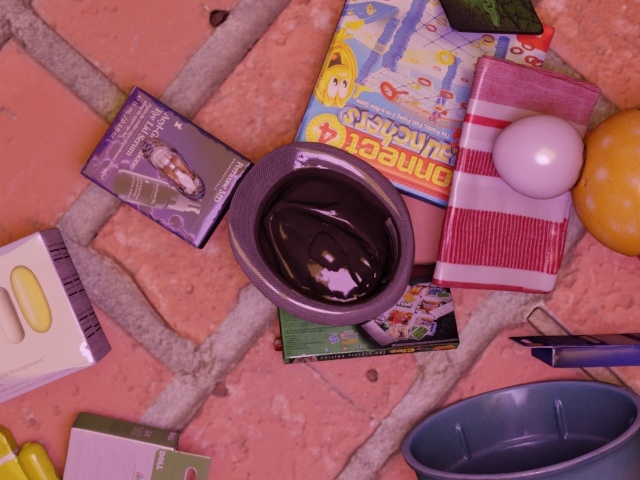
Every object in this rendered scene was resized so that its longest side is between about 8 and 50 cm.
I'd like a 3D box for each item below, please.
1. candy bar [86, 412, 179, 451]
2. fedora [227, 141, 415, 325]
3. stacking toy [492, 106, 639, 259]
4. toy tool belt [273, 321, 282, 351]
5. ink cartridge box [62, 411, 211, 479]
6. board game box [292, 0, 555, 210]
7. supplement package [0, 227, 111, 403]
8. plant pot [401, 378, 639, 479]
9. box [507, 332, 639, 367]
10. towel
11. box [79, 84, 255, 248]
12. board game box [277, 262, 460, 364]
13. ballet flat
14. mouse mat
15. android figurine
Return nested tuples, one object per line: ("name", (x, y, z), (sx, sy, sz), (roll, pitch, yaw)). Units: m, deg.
("candy bar", (-0.291, 0.306, 1.690), (0.161, 0.018, 0.040), (24, 90, -3))
("fedora", (0.000, 0.000, 1.613), (0.275, 0.124, 0.244), (30, 76, -2))
("stacking toy", (0.469, -0.071, 1.538), (0.479, 0.350, 0.351), (11, 91, -6))
("toy tool belt", (-0.036, 0.131, 1.687), (0.083, 0.052, 0.051), (-17, 61, -5))
("ink cartridge box", (-0.267, 0.332, 1.652), (0.209, 0.062, 0.109), (12, 103, -2))
("board game box", (0.149, -0.221, 1.664), (0.308, 0.086, 0.302), (20, 90, -3))
("supplement package", (-0.437, 0.112, 1.614), (0.194, 0.149, 0.203), (-23, 93, -2))
("plant pot", (0.315, 0.411, 1.582), (0.341, 0.341, 0.334), (-14, 100, -2))
("box", (0.399, 0.161, 1.658), (0.225, 0.136, 0.037), (0, 91, -2))
("towel", (0.284, -0.085, 1.625), (0.237, 0.037, 0.329), (6, 99, -35))
("box", (-0.219, -0.104, 1.640), (0.207, 0.108, 0.153), (32, 89, -2))
("board game box", (0.067, 0.106, 1.661), (0.259, 0.030, 0.136), (-4, 66, -5))
("ballet flat", (-0.205, -0.102, 1.566), (0.114, 0.041, 0.041), (45, 89, -2))
("mouse mat", (0.232, -0.368, 1.634), (0.152, 0.007, 0.190), (-2, 54, -20))
("android figurine", (-0.506, 0.384, 1.665), (0.248, 0.056, 0.273), (-26, 94, -2))
